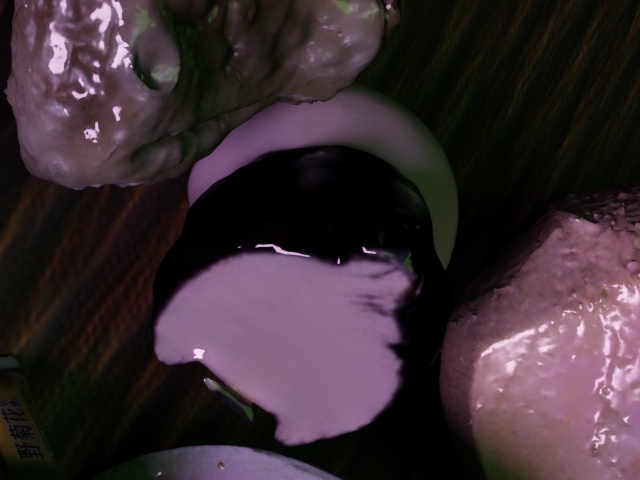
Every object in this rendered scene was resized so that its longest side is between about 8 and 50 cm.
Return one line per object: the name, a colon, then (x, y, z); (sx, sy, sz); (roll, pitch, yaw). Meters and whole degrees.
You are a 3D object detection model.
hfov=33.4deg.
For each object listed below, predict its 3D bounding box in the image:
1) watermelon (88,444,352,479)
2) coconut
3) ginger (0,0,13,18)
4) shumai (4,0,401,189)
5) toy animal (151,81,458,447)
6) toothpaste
watermelon: (-0.030, 0.288, 0.776); (0.290, 0.319, 0.214); (84, 21, -51)
coconut: (0.319, 0.127, 1.000); (0.404, 0.404, 0.405); (-7, 101, -42)
ginger: (-0.197, -0.287, 0.581); (0.236, 0.166, 0.376); (12, 109, -43)
shumai: (-0.063, -0.140, 0.652); (0.225, 0.222, 0.261); (105, 0, -46)
toy animal: (-0.005, 0.006, 0.788); (0.267, 0.212, 0.213); (-76, 148, -60)
toothpaste: (-0.181, 0.149, 0.668); (0.049, 0.204, 0.031); (5, 130, -43)
